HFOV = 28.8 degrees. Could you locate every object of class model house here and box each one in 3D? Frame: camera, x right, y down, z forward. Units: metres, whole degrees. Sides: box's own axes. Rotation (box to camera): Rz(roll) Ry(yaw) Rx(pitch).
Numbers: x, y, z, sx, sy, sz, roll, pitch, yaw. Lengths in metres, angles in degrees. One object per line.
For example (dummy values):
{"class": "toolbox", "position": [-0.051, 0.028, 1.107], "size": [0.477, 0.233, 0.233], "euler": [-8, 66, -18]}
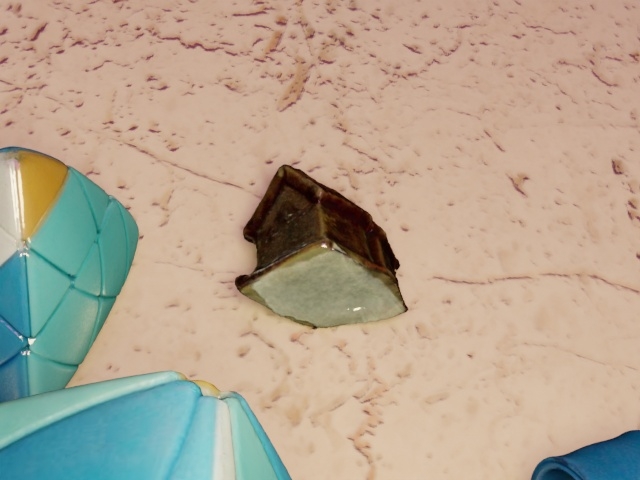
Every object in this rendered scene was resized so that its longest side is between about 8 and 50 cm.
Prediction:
{"class": "model house", "position": [0.005, 0.003, 1.278], "size": [0.165, 0.106, 0.152], "euler": [31, 36, -33]}

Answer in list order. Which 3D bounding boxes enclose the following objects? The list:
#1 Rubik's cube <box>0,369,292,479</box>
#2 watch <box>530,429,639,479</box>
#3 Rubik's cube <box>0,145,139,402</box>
{"class": "Rubik's cube", "position": [-0.169, 0.330, 0.801], "size": [0.352, 0.347, 0.351], "euler": [-14, 40, 9]}
{"class": "watch", "position": [0.268, 0.273, 1.094], "size": [0.171, 0.196, 0.200], "euler": [-9, 67, -26]}
{"class": "Rubik's cube", "position": [-0.253, -0.005, 1.157], "size": [0.254, 0.254, 0.254], "euler": [5, 58, -7]}
